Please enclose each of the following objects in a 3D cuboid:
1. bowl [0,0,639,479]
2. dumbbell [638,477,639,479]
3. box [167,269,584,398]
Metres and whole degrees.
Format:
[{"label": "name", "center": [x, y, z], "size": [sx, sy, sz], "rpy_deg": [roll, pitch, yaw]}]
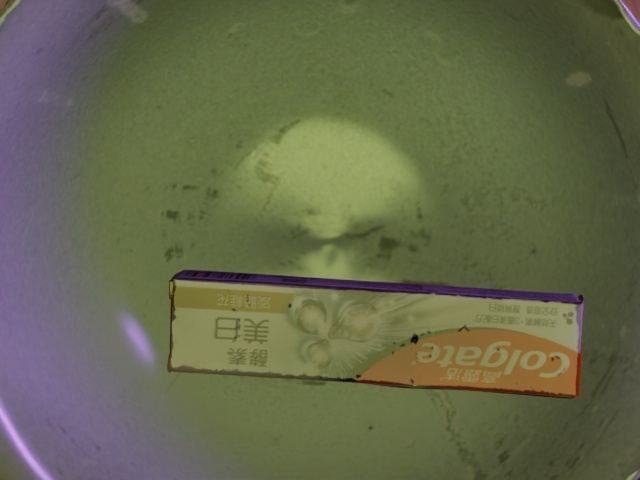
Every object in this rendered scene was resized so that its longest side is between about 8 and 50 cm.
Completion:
[{"label": "bowl", "center": [0.000, 0.000, 0.998], "size": [0.434, 0.196, 0.435], "rpy_deg": [0, 98, 3]}, {"label": "dumbbell", "center": [0.284, 0.054, 1.047], "size": [0.302, 0.121, 0.108], "rpy_deg": [-25, 126, 4]}, {"label": "box", "center": [0.029, 0.049, 0.885], "size": [0.218, 0.039, 0.055], "rpy_deg": [4, 97, 2]}]
